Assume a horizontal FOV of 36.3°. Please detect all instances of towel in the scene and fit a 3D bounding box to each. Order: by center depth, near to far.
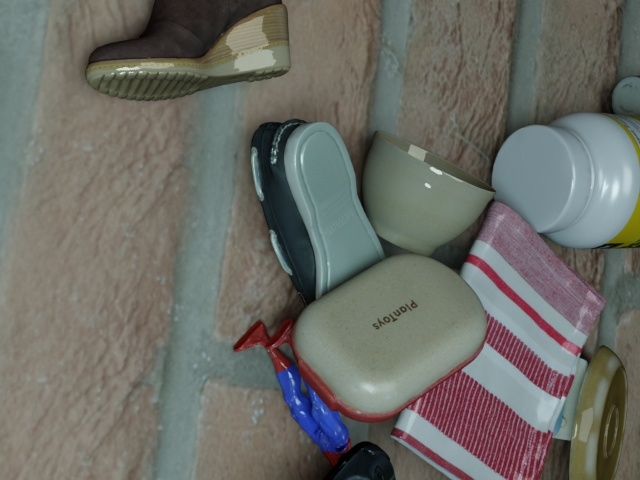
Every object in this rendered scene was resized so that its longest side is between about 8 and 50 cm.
[{"bbox_3d":[0.232,0.148,1.217,0.237,0.037,0.329,38,66,-28],"label":"towel"}]

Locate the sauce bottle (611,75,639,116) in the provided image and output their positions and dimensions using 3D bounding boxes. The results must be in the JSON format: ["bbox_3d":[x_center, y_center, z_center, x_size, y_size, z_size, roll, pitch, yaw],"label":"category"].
[{"bbox_3d":[0.597,-0.215,1.553,0.345,0.111,0.111,-4,91,-35],"label":"sauce bottle"}]

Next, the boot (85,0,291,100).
[{"bbox_3d":[-0.155,-0.262,1.039,0.248,0.090,0.206,-14,84,-34],"label":"boot"}]

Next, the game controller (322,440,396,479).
[{"bbox_3d":[0.034,0.368,1.082,0.166,0.067,0.319,-35,133,-28],"label":"game controller"}]

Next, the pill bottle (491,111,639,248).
[{"bbox_3d":[0.405,-0.081,1.359,0.334,0.188,0.187,-1,89,-36],"label":"pill bottle"}]

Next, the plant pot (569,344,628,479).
[{"bbox_3d":[0.397,0.267,1.374,0.236,0.032,0.236,-24,118,-58],"label":"plant pot"}]

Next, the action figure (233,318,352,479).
[{"bbox_3d":[-0.014,0.239,1.103,0.139,0.091,0.280,-49,114,-34],"label":"action figure"}]

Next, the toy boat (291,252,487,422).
[{"bbox_3d":[0.074,0.122,1.086,0.231,0.151,0.151,-28,62,-31],"label":"toy boat"}]

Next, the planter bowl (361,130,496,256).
[{"bbox_3d":[0.115,-0.049,1.179,0.162,0.162,0.109,19,104,-34],"label":"planter bowl"}]

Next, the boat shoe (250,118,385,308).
[{"bbox_3d":[0.000,0.000,1.119,0.114,0.091,0.302,-30,120,-37],"label":"boat shoe"}]

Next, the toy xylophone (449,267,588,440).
[{"bbox_3d":[0.221,0.155,1.282,0.323,0.081,0.236,7,84,-36],"label":"toy xylophone"}]
